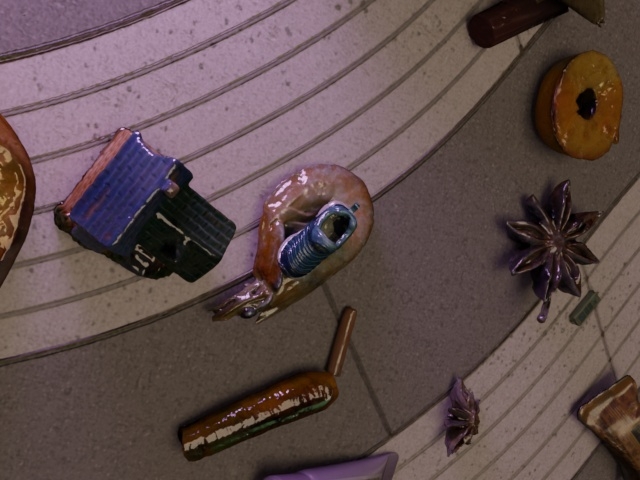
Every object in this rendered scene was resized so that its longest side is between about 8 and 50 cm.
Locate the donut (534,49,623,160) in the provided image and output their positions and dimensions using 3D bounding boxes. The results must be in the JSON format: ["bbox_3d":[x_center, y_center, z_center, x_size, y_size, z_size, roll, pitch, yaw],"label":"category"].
[{"bbox_3d":[0.450,-0.236,1.351,0.174,0.074,0.190,-6,99,-25],"label":"donut"}]

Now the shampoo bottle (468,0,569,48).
[{"bbox_3d":[0.355,-0.387,1.270,0.236,0.067,0.068,-30,106,-19],"label":"shampoo bottle"}]

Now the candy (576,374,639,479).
[{"bbox_3d":[0.632,0.397,1.570,0.143,0.101,0.271,-41,110,-8],"label":"candy"}]

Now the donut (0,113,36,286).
[{"bbox_3d":[-0.475,-0.030,0.867,0.299,0.150,0.317,-9,105,-29],"label":"donut"}]

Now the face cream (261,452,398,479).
[{"bbox_3d":[0.022,0.427,1.267,0.274,0.096,0.154,13,92,-42],"label":"face cream"}]

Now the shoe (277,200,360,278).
[{"bbox_3d":[0.000,0.000,1.092,0.143,0.071,0.064,-43,104,-17],"label":"shoe"}]

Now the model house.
[{"bbox_3d":[-0.216,-0.029,0.988,0.183,0.172,0.166,39,80,-29],"label":"model house"}]

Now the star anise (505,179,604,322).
[{"bbox_3d":[0.410,0.021,1.378,0.230,0.081,0.262,19,81,-30],"label":"star anise"}]

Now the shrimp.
[{"bbox_3d":[-0.048,0.005,1.147,0.317,0.077,0.168,-38,105,-20],"label":"shrimp"}]

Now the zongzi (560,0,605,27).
[{"bbox_3d":[0.195,-0.419,1.077,0.500,0.218,0.467,-35,108,-19],"label":"zongzi"}]

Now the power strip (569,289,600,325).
[{"bbox_3d":[0.517,0.130,1.495,0.083,0.017,0.027,-48,119,-9],"label":"power strip"}]

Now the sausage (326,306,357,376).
[{"bbox_3d":[0.036,0.164,1.245,0.026,0.026,0.116,14,94,-29],"label":"sausage"}]

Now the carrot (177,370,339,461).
[{"bbox_3d":[-0.094,0.267,1.178,0.260,0.070,0.070,-20,109,-21],"label":"carrot"}]

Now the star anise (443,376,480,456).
[{"bbox_3d":[0.254,0.307,1.375,0.124,0.056,0.129,-18,106,-50],"label":"star anise"}]
